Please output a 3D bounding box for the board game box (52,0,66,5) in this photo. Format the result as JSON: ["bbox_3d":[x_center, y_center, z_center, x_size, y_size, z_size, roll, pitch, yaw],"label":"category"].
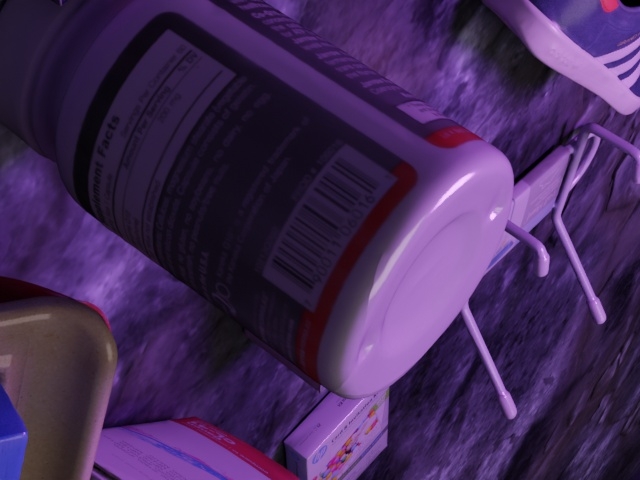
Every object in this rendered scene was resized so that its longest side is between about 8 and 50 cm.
[{"bbox_3d":[-0.113,-0.229,0.799,0.141,0.048,0.170,-45,156,-25],"label":"board game box"}]

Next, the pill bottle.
[{"bbox_3d":[-0.046,-0.051,0.872,0.161,0.283,0.161,-44,156,-26],"label":"pill bottle"}]

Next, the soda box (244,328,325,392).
[{"bbox_3d":[0.000,0.000,1.285,0.091,0.098,0.286,-40,153,-29],"label":"soda box"}]

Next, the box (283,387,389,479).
[{"bbox_3d":[0.020,0.230,1.733,0.145,0.038,0.186,-44,155,-25],"label":"box"}]

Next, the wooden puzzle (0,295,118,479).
[{"bbox_3d":[-0.290,0.189,0.814,0.347,0.080,0.322,-6,133,-30],"label":"wooden puzzle"}]

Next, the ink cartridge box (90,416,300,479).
[{"bbox_3d":[-0.155,0.268,1.215,0.226,0.131,0.306,-61,163,4],"label":"ink cartridge box"}]

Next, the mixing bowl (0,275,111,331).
[{"bbox_3d":[-0.228,0.088,0.949,0.181,0.098,0.181,-43,154,-27],"label":"mixing bowl"}]

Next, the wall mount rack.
[{"bbox_3d":[0.265,0.032,1.824,0.350,0.130,0.304,-39,153,-32],"label":"wall mount rack"}]

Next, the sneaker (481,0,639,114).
[{"bbox_3d":[0.287,-0.225,1.481,0.148,0.131,0.350,-47,161,16],"label":"sneaker"}]
